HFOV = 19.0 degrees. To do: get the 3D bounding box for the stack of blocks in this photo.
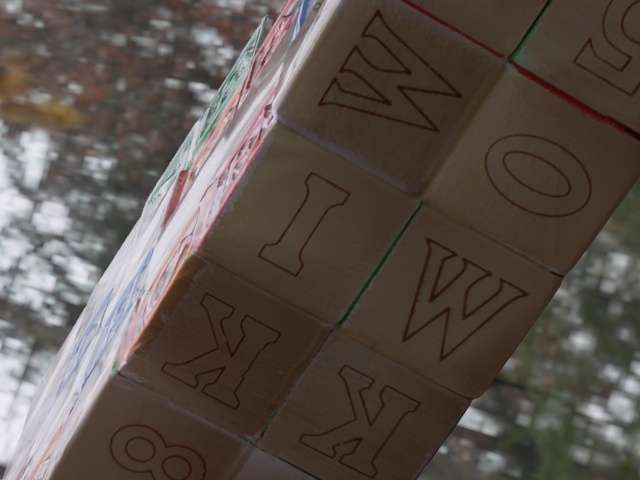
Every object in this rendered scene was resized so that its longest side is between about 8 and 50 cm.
[{"bbox_3d":[0.000,0.000,0.568,0.087,0.171,0.297,28,-64,-10],"label":"stack of blocks"}]
